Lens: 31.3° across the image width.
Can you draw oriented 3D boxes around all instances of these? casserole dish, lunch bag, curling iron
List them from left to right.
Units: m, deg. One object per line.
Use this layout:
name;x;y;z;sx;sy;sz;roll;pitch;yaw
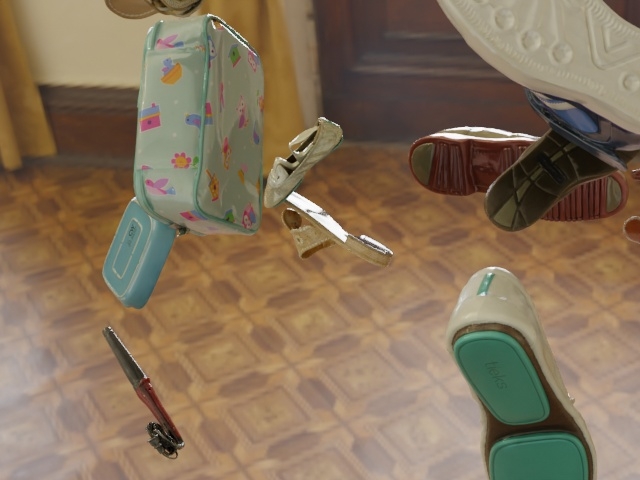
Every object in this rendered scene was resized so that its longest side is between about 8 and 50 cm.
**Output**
casserole dish;-0.275;0.014;1.708;0.037;0.188;0.114;9;24;-42
curling iron;-0.301;0.249;1.922;0.035;0.068;0.274;-40;59;12
lunch bag;-0.152;-0.139;1.515;0.108;0.279;0.224;0;-10;19

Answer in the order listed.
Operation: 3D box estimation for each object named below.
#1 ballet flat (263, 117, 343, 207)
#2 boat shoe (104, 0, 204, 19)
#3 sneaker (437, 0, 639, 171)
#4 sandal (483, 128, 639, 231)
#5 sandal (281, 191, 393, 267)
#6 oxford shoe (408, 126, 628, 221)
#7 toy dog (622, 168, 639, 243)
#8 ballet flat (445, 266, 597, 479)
ballet flat;-0.038;-0.119;1.693;0.168;0.052;0.057;-45;34;17
boat shoe;-0.167;-0.297;1.251;0.109;0.098;0.302;14;-19;-31
sneaker;0.231;-0.198;1.219;0.323;0.130;0.236;30;-4;-8
sandal;0.281;-0.082;1.344;0.219;0.060;0.090;-39;84;-11
sandal;-0.003;0.000;1.747;0.240;0.079;0.088;31;13;28
oxford shoe;0.311;-0.120;1.730;0.348;0.123;0.130;17;32;31
toy dog;0.621;-0.039;2.018;0.161;0.333;0.220;-18;6;-18
ballet flat;0.242;0.185;1.335;0.139;0.400;0.139;-14;40;12
